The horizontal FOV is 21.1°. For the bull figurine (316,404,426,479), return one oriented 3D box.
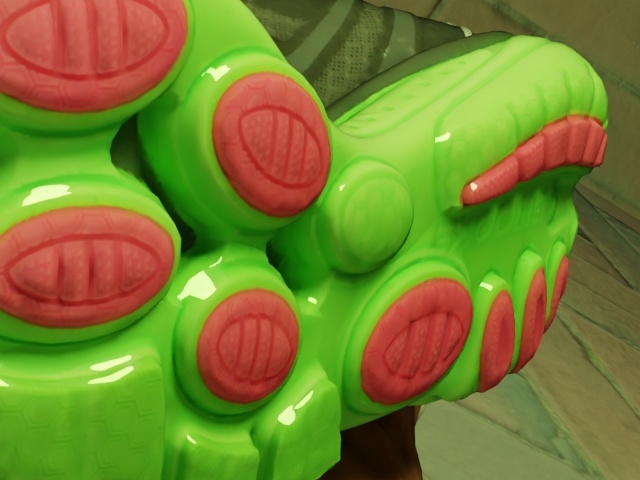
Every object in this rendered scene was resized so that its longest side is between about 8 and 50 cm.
[{"bbox_3d":[-0.023,0.069,0.797,0.188,0.101,0.310,29,12,-11],"label":"bull figurine"}]

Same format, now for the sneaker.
[{"bbox_3d":[-0.070,-0.014,0.582,0.202,0.185,0.483,16,7,28],"label":"sneaker"}]
